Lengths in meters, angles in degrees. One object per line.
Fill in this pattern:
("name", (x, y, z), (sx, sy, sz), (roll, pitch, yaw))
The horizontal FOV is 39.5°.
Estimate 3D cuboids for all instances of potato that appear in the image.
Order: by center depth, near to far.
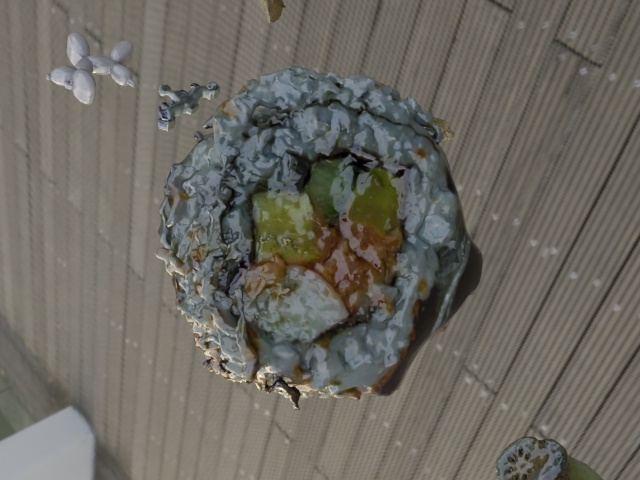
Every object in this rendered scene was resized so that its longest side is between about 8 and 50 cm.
("potato", (-0.071, -0.335, 1.161), (0.093, 0.037, 0.036), (63, 168, 9))

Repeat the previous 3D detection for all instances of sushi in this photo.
("sushi", (-0.003, -0.003, 1.054), (0.176, 0.417, 0.417), (2, 112, 63))

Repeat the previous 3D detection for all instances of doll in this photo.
("doll", (-0.426, -0.318, 1.662), (0.059, 0.161, 0.160), (115, 153, -44))

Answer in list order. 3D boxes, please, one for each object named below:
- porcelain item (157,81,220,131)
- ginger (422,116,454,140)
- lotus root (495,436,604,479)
("porcelain item", (-0.230, -0.229, 1.431), (0.075, 0.136, 0.021), (34, 141, 15))
("ginger", (0.115, -0.149, 1.296), (0.096, 0.165, 0.067), (-106, 7, -67))
("lotus root", (0.134, 0.177, 0.479), (0.077, 0.090, 0.183), (-23, 114, 14))
